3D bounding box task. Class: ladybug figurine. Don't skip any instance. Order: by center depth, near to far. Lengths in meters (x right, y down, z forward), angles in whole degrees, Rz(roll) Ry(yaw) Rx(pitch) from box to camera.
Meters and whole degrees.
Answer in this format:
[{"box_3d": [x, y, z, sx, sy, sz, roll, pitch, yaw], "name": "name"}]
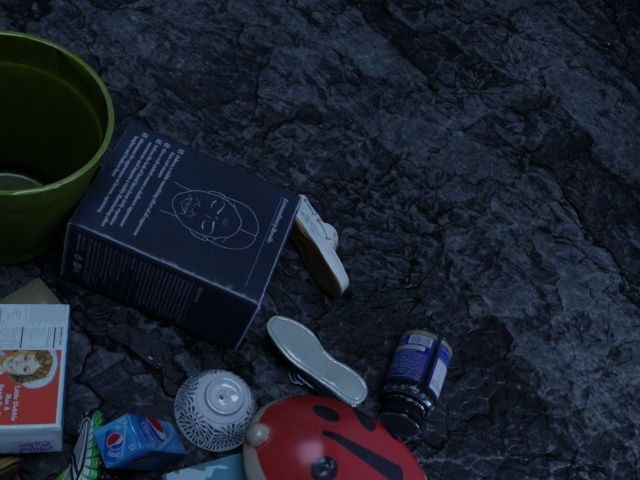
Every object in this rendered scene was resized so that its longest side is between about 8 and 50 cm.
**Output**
[{"box_3d": [0.049, 0.427, 1.448, 0.449, 0.161, 0.305, 35, 40, -35], "name": "ladybug figurine"}]

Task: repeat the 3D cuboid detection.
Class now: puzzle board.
[{"box_3d": [-0.575, 0.141, 1.577, 0.096, 0.011, 0.128, 46, 55, 9], "name": "puzzle board"}]

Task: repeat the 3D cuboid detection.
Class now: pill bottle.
[{"box_3d": [0.197, 0.299, 1.714, 0.122, 0.123, 0.219, 29, 53, -2], "name": "pill bottle"}]

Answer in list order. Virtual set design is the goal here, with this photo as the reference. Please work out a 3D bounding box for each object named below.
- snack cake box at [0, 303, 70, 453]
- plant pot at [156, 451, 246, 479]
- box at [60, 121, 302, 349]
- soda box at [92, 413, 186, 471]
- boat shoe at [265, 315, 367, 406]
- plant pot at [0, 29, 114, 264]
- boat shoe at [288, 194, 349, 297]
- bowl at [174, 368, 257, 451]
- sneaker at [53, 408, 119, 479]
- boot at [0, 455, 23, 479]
[{"box_3d": [-0.528, 0.240, 1.433, 0.152, 0.089, 0.264, 3, 46, -14], "name": "snack cake box"}, {"box_3d": [-0.181, 0.515, 1.404, 0.165, 0.165, 0.234, -10, 68, -27], "name": "plant pot"}, {"box_3d": [-0.282, -0.009, 1.666, 0.395, 0.212, 0.294, 24, 53, -5], "name": "box"}, {"box_3d": [-0.312, 0.357, 1.417, 0.071, 0.210, 0.067, -29, 70, 2], "name": "soda box"}, {"box_3d": [-0.017, 0.258, 1.683, 0.254, 0.079, 0.095, 36, 50, 0], "name": "boat shoe"}, {"box_3d": [-0.598, -0.140, 1.534, 0.366, 0.353, 0.367, 10, 56, -15], "name": "plant pot"}, {"box_3d": [0.000, 0.000, 1.845, 0.096, 0.098, 0.277, -20, 67, -30], "name": "boat shoe"}, {"box_3d": [-0.194, 0.316, 1.573, 0.170, 0.080, 0.170, 10, 57, -16], "name": "bowl"}, {"box_3d": [-0.434, 0.437, 1.368, 0.146, 0.134, 0.344, 2, 46, 4], "name": "sneaker"}, {"box_3d": [-0.623, 0.379, 1.369, 0.152, 0.073, 0.197, 37, 33, 25], "name": "boot"}]
